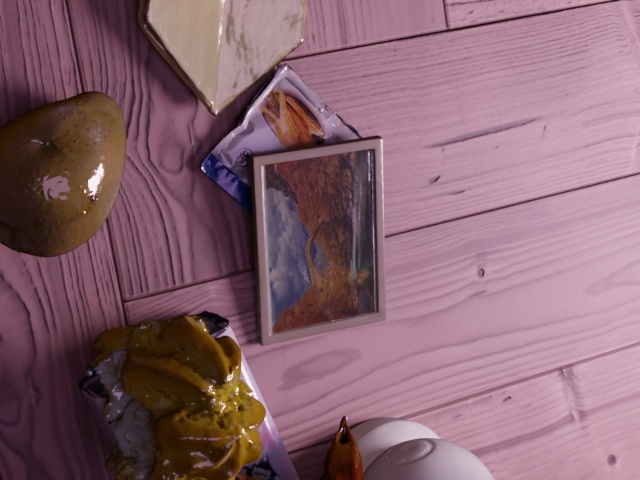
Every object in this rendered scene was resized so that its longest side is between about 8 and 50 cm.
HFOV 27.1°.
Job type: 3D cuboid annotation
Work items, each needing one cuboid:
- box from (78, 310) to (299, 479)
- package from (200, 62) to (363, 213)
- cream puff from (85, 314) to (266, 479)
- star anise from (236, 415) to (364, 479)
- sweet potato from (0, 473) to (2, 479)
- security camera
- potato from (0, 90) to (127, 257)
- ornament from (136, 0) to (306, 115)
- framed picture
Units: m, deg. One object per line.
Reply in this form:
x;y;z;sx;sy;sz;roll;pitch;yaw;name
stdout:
-0.131;0.284;1.611;0.190;0.112;0.369;-30;109;-21;box
-0.039;-0.103;1.656;0.171;0.027;0.173;42;78;-25;package
-0.140;0.188;1.447;0.195;0.195;0.221;-15;104;-24;cream puff
-0.015;0.379;1.547;0.237;0.148;0.346;19;90;-2;star anise
-0.335;0.424;1.522;0.131;0.131;0.336;-12;102;-25;sweet potato
0.129;0.335;1.677;0.194;0.236;0.194;-4;99;-28;security camera
-0.291;-0.080;1.482;0.157;0.157;0.194;46;63;-23;potato
-0.122;-0.239;1.588;0.201;0.059;0.180;5;95;-24;ornament
0.000;0.000;1.674;0.184;0.016;0.250;-9;109;-25;framed picture
